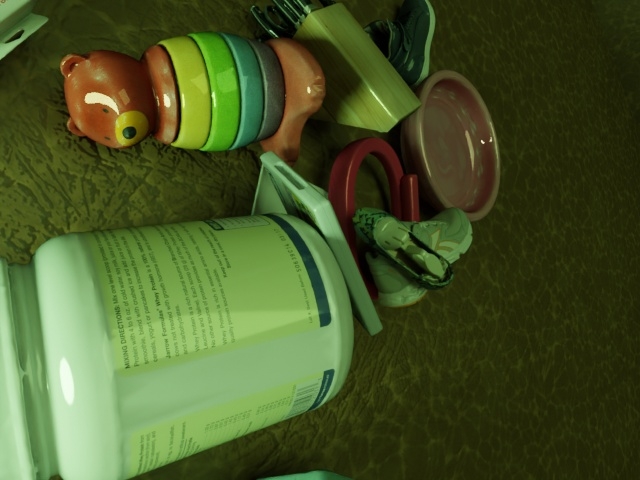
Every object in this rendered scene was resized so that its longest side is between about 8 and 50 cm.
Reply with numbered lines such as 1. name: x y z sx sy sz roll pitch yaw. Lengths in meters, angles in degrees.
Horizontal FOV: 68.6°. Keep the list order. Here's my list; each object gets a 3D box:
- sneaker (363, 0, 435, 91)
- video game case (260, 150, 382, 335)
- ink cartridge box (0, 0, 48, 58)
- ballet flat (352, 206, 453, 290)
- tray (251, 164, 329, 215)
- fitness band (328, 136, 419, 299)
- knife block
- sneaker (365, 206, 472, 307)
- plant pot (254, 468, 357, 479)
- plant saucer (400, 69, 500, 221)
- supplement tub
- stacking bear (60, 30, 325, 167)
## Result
1. sneaker: 0.164 -0.453 0.992 0.163 0.086 0.226 15 73 -41
2. video game case: 0.000 0.000 0.622 0.023 0.193 0.212 -31 125 -9
3. ink cartridge box: -0.373 -0.253 0.480 0.143 0.090 0.092 44 56 -27
4. ballet flat: 0.134 0.009 0.731 0.188 0.070 0.070 35 58 -11
5. tray: -0.062 0.025 0.735 0.145 0.030 0.270 22 67 -35
6. fitness band: 0.099 -0.039 0.852 0.209 0.054 0.291 -9 98 -43
7. knife block: 0.020 -0.315 0.744 0.088 0.275 0.242 -41 138 -38
8. sneaker: 0.179 -0.002 0.831 0.262 0.099 0.121 -43 116 -34
9. plant pot: -0.004 0.432 0.571 0.247 0.247 0.252 34 44 -31
10. plant saucer: 0.284 -0.200 1.039 0.332 0.084 0.332 8 79 -43
11. supplement tub: -0.155 0.099 0.486 0.324 0.235 0.235 -8 86 -33
12. stacking bear: -0.169 -0.184 0.605 0.289 0.175 0.164 -13 61 -32
